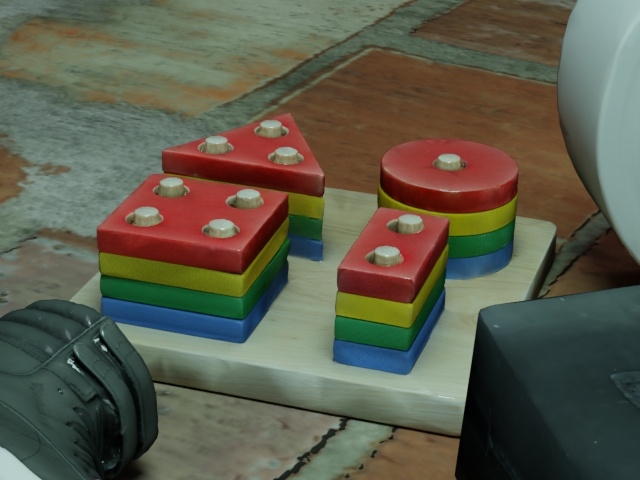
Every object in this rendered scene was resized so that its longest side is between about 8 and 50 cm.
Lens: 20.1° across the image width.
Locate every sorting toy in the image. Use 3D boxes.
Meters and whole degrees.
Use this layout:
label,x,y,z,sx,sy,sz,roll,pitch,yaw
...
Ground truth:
label,x,y,z,sx,sy,sz,roll,pitch,yaw
sorting toy,0.000,0.000,1.115,0.257,0.089,0.255,9,26,15

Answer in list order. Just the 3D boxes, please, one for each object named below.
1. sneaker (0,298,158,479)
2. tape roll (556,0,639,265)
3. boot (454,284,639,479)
label,x,y,z,sx,sy,sz,roll,pitch,yaw
sneaker,-0.121,0.103,0.865,0.147,0.104,0.296,-22,30,-32
tape roll,0.294,-0.089,1.105,0.286,0.286,0.100,-2,25,-9
boot,0.280,0.167,0.619,0.367,0.146,0.445,11,19,-23
